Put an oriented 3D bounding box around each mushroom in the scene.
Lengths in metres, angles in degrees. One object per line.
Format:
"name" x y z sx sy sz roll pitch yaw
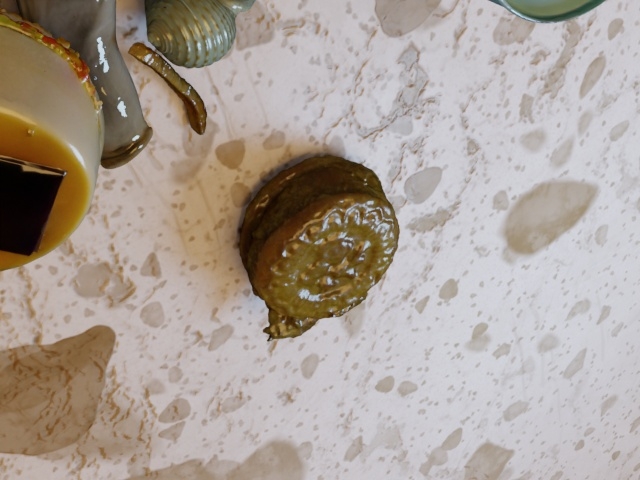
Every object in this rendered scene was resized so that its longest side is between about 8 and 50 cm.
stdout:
"mushroom" -0.260 -0.228 1.019 0.109 0.097 0.351 -16 132 -13

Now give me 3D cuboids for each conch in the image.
"conch" -0.146 -0.267 1.065 0.153 0.102 0.135 -66 147 -48

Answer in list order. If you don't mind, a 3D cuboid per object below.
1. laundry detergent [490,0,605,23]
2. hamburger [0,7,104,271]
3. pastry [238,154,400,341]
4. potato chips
"laundry detergent" 0.189 -0.425 1.063 0.287 0.305 0.287 -19 128 -26
"hamburger" -0.353 -0.105 0.953 0.276 0.179 0.294 11 131 -23
"pastry" 0.000 0.000 1.345 0.240 0.132 0.235 -21 138 -16
"potato chips" -0.172 -0.181 1.110 0.037 0.026 0.204 -67 162 -11
